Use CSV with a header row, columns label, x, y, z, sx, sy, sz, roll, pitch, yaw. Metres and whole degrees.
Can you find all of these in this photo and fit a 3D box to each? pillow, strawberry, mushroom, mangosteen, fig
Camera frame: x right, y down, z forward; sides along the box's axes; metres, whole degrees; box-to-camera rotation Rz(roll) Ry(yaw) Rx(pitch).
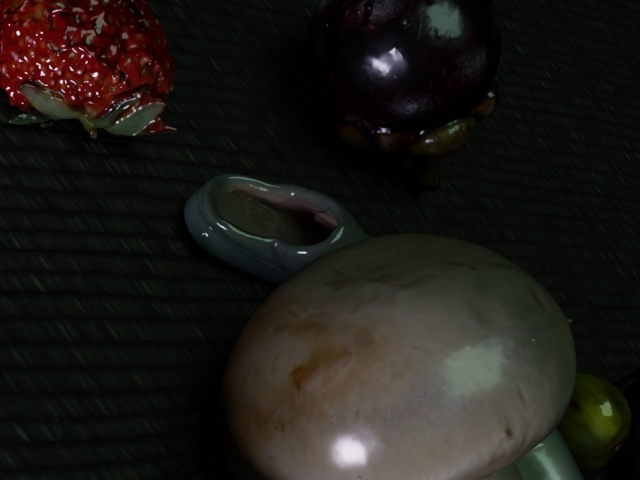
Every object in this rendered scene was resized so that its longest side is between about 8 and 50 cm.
label,x,y,z,sx,sy,sz,roll,pitch,yaw
pillow,0.198,0.215,1.142,0.254,0.078,0.144,64,5,18
strawberry,-0.200,-0.200,1.095,0.174,0.098,0.228,15,52,-34
mushroom,0.071,0.152,0.985,0.292,0.292,0.290,-50,126,-49
mangosteen,0.095,-0.169,1.277,0.211,0.211,0.250,-36,116,-49
fig,0.245,0.148,1.218,0.093,0.093,0.166,6,41,-39

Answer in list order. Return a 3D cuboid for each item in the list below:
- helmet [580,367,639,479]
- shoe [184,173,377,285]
label,x,y,z,sx,sy,sz,roll,pitch,yaw
helmet,0.411,0.221,1.265,0.305,0.177,0.225,-18,75,-49
shoe,0.000,0.000,1.122,0.251,0.100,0.103,22,47,-25
